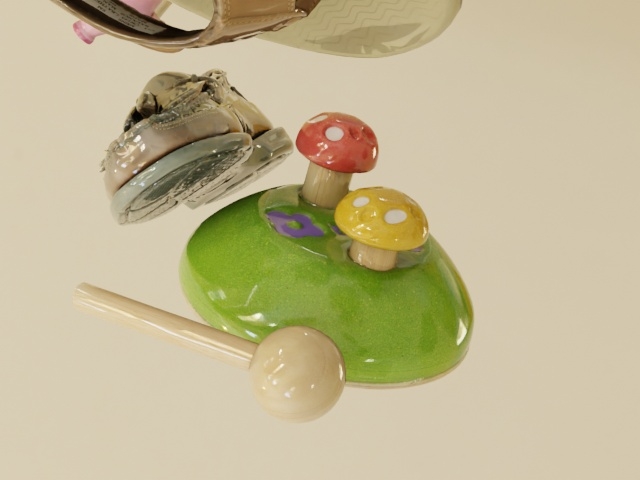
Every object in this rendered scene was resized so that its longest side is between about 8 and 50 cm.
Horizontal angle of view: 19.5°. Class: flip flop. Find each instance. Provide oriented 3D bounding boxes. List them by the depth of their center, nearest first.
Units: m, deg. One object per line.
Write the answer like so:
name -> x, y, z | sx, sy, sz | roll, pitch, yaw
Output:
flip flop -> -0.064, -0.112, 0.659 | 0.277, 0.112, 0.080 | 20, -124, -42

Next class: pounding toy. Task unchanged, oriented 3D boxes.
pounding toy -> 0.000, 0.000, 1.084 | 0.183, 0.110, 0.237 | 28, -152, 25

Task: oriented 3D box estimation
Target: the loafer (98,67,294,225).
loafer -> -0.090, -0.066, 1.160 | 0.084, 0.096, 0.267 | 58, -169, 3

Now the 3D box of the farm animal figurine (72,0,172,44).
farm animal figurine -> -0.162, -0.285, 1.060 | 0.327, 0.172, 0.330 | 55, -166, 17
